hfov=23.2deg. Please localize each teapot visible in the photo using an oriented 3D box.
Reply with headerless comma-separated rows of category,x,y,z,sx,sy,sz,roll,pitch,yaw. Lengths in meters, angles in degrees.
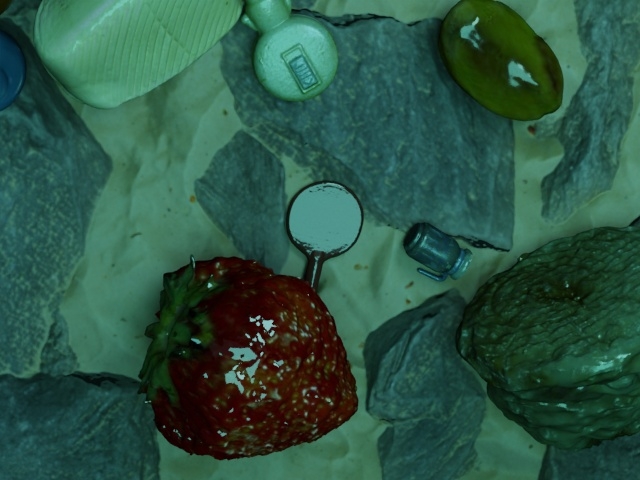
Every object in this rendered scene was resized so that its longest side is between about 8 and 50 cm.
teapot,0.143,0.020,1.966,0.083,0.049,0.063,31,102,-15

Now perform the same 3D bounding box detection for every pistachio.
pistachio,0.211,-0.217,1.878,0.189,0.100,0.110,36,123,-24

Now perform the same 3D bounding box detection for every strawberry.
strawberry,-0.076,0.153,1.886,0.276,0.257,0.257,19,105,-22

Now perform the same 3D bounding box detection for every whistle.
whistle,-0.052,-0.256,1.853,0.104,0.057,0.198,-29,109,3

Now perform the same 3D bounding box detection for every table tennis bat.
table tennis bat,0.000,0.000,1.961,0.098,0.019,0.155,10,104,-10

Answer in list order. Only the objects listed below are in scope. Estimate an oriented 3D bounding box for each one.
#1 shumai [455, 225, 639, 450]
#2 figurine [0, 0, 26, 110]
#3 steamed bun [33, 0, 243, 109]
shumai,0.338,0.163,1.920,0.309,0.304,0.263,-18,120,1
figurine,-0.395,-0.332,1.711,0.243,0.298,0.416,-2,114,-41
steamed bun,-0.217,-0.272,1.783,0.238,0.153,0.170,-32,147,5
